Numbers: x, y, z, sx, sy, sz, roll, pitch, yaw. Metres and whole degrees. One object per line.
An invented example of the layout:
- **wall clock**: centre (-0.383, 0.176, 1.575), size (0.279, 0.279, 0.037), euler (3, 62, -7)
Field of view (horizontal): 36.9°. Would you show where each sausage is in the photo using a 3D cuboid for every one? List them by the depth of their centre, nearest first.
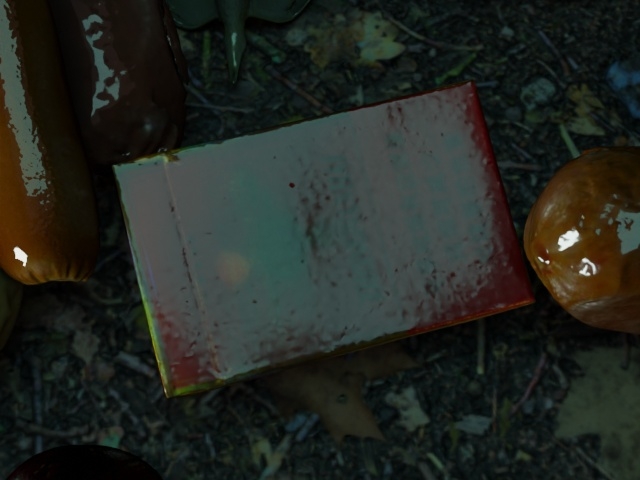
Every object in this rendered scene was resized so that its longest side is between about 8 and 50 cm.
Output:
- **sausage**: centre (-0.242, -0.108, 0.760), size (0.089, 0.083, 0.300), euler (-16, 88, 36)
- **sausage**: centre (0.297, 0.002, 0.796), size (0.268, 0.153, 0.141), euler (6, 61, -14)
- **sausage**: centre (-0.205, -0.185, 0.875), size (0.152, 0.152, 0.279), euler (-12, 77, -7)

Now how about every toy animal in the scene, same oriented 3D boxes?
- **toy animal**: centre (-0.094, -0.236, 0.940), size (0.219, 0.095, 0.155), euler (-3, 61, -2)

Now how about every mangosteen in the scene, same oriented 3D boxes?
- **mangosteen**: centre (-0.169, 0.218, 0.713), size (0.152, 0.152, 0.152), euler (1, 66, -1)

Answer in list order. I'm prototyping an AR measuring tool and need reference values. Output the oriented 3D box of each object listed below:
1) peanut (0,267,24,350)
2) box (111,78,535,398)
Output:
- **peanut**: centre (-0.343, 0.111, 0.750), size (0.149, 0.149, 0.313), euler (19, 71, 7)
- **box**: centre (0.000, -0.001, 0.812), size (0.313, 0.089, 0.197), euler (-14, 86, -9)
